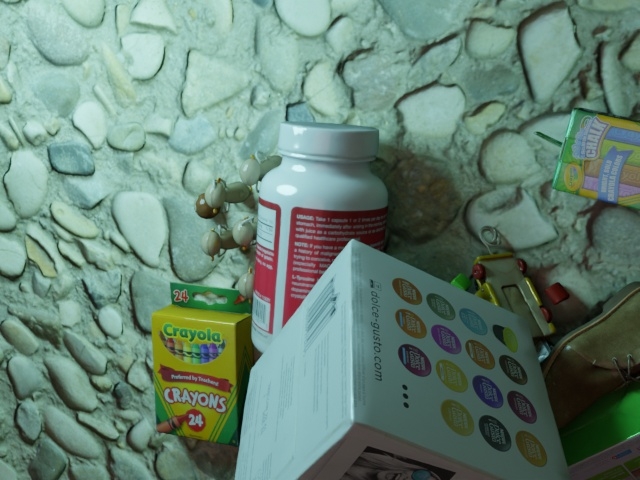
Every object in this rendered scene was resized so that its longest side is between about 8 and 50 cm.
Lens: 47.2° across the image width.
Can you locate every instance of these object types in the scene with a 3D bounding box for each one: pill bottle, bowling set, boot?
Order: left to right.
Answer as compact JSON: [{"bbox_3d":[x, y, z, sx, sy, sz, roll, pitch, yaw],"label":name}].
[{"bbox_3d":[-0.179,-0.032,1.404,0.199,0.154,0.287,6,100,22],"label":"bowling set"},{"bbox_3d":[0.000,0.000,1.303,0.229,0.229,0.408,9,104,19],"label":"pill bottle"},{"bbox_3d":[0.452,0.191,1.146,0.305,0.115,0.112,-43,118,-8],"label":"boot"}]

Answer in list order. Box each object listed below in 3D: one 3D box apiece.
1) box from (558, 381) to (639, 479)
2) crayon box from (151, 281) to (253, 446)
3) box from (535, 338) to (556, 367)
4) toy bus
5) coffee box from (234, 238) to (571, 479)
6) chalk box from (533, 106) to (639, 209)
[{"bbox_3d":[0.480,0.379,1.201,0.262,0.127,0.231,-36,113,23],"label":"box"},{"bbox_3d":[-0.246,0.255,1.530,0.202,0.081,0.319,3,101,21],"label":"crayon box"},{"bbox_3d":[0.384,0.277,1.258,0.184,0.045,0.191,28,115,-26],"label":"box"},{"bbox_3d":[0.311,0.108,1.266,0.191,0.202,0.104,32,141,6],"label":"toy bus"},{"bbox_3d":[0.101,0.272,1.064,0.334,0.338,0.338,25,125,-16],"label":"coffee box"},{"bbox_3d":[0.442,-0.134,1.157,0.213,0.132,0.132,16,106,19],"label":"chalk box"}]
